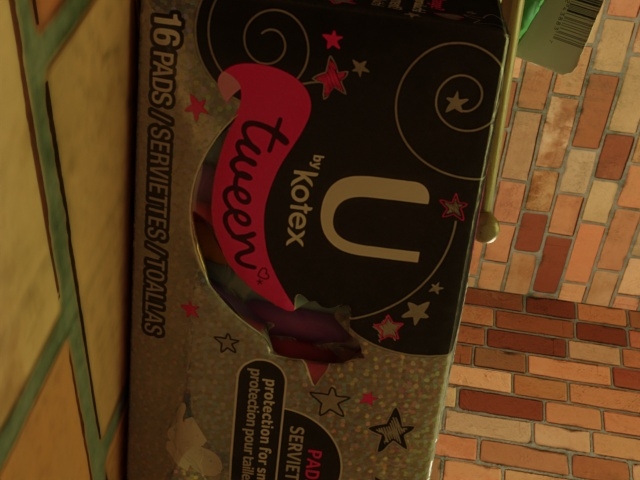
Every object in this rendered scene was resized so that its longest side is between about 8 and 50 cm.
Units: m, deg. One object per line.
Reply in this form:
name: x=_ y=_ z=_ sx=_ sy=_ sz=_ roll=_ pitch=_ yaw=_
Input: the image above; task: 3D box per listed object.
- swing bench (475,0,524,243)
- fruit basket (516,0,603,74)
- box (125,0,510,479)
swing bench: x=0.051 y=-0.170 z=0.651 sx=0.254 sy=0.165 sz=0.253 roll=-73 pitch=170 yaw=-64
fruit basket: x=0.164 y=-0.341 z=0.802 sx=0.165 sy=0.327 sz=0.353 roll=14 pitch=105 yaw=-42
box: x=0.000 y=0.000 z=0.464 sx=0.163 sy=0.142 sz=0.247 roll=-72 pitch=168 yaw=-67
